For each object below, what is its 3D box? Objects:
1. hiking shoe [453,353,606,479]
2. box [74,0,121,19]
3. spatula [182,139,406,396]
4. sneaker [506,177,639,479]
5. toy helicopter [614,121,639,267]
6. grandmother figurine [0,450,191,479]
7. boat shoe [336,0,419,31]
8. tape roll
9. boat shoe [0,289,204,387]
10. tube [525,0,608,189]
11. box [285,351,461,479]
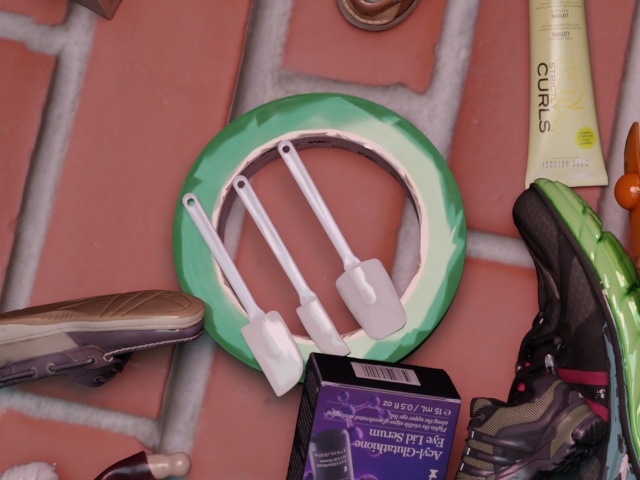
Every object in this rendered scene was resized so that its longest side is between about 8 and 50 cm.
[{"bbox_3d":[0.178,0.219,1.722,0.227,0.086,0.114,-39,59,13],"label":"hiking shoe"},{"bbox_3d":[-0.223,-0.423,1.910,0.121,0.148,0.311,28,86,5],"label":"box"},{"bbox_3d":[-0.032,0.023,1.833,0.168,0.019,0.242,-30,82,5],"label":"spatula"},{"bbox_3d":[0.266,0.160,1.791,0.202,0.185,0.483,-15,72,14],"label":"sneaker"},{"bbox_3d":[0.396,-0.018,1.744,0.235,0.355,0.140,21,118,15],"label":"toy helicopter"},{"bbox_3d":[-0.198,0.323,1.840,0.342,0.104,0.208,19,76,2],"label":"grandmother figurine"},{"bbox_3d":[0.120,-0.382,1.881,0.123,0.116,0.324,24,92,0],"label":"boat shoe"},{"bbox_3d":[0.000,0.000,1.879,0.321,0.077,0.321,0,83,2],"label":"tape roll"},{"bbox_3d":[-0.250,0.113,1.853,0.285,0.103,0.092,-7,102,21],"label":"boat shoe"},{"bbox_3d":[0.270,-0.178,1.899,0.070,0.062,0.240,-4,88,44],"label":"tube"},{"bbox_3d":[0.049,0.236,1.789,0.153,0.108,0.207,7,103,-8],"label":"box"}]
